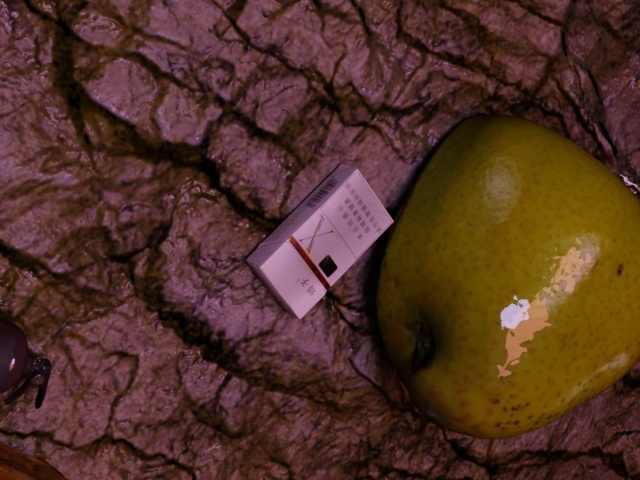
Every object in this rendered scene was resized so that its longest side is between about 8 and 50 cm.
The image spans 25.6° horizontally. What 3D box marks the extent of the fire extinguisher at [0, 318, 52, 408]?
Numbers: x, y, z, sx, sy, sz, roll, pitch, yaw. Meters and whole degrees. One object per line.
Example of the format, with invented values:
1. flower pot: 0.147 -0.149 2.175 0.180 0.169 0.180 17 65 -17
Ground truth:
1. fire extinguisher: -0.356 0.098 1.288 0.268 0.072 0.089 21 118 -37

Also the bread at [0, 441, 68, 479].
1. bread: -0.318 0.257 1.307 0.143 0.158 0.149 31 81 -35

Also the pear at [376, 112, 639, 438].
1. pear: 0.216 0.076 1.571 0.318 0.239 0.342 -46 125 -25

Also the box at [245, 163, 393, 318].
1. box: 0.000 0.000 1.516 0.154 0.040 0.084 -46 125 -16
